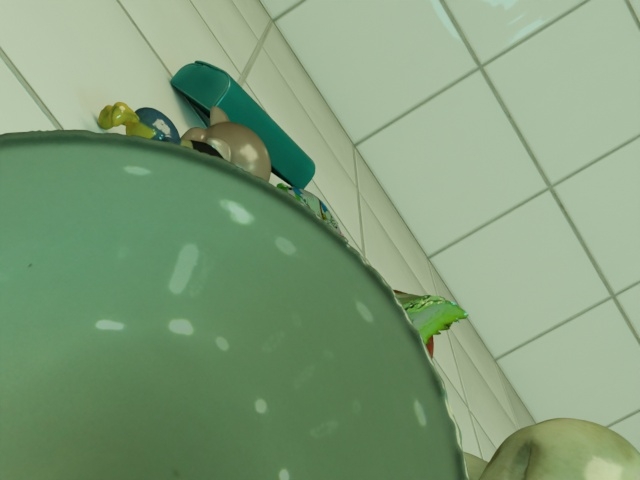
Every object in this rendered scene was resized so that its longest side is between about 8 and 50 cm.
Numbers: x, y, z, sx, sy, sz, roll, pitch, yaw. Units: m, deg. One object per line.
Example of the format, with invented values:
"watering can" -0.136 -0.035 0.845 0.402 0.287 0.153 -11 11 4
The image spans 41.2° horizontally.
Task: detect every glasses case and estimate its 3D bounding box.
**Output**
"glasses case" -0.117 -0.189 1.416 0.117 0.070 0.301 36 -1 33

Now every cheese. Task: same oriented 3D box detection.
"cheese" 0.000 0.000 1.469 0.320 0.083 0.204 33 28 -61

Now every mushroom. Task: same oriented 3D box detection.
"mushroom" 0.304 0.428 1.192 0.353 0.353 0.325 43 42 -52

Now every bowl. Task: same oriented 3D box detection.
"bowl" -0.112 0.127 0.405 0.337 0.337 0.157 63 -28 18

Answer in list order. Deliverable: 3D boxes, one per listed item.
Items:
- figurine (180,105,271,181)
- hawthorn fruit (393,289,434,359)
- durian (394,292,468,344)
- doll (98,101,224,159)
"figurine" -0.128 -0.100 1.146 0.125 0.125 0.138 -102 174 -56
"hawthorn fruit" 0.091 0.157 1.285 0.173 0.173 0.173 55 13 -19
"durian" -0.038 0.100 0.718 0.352 0.169 0.158 -15 65 -44
"doll" -0.178 -0.093 0.990 0.179 0.089 0.102 31 -12 -26
